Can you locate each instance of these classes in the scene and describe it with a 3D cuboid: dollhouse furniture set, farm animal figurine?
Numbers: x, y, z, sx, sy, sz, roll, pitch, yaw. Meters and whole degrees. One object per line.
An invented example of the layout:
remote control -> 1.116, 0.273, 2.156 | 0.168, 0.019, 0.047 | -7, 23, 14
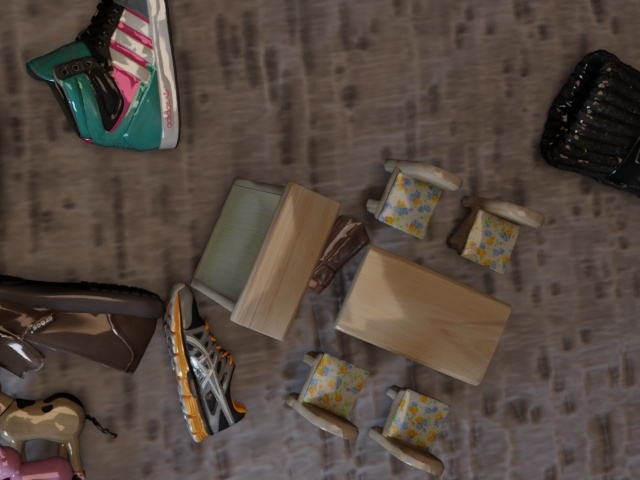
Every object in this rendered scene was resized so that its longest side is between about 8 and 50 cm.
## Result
dollhouse furniture set -> 0.069, 0.071, 1.542 | 0.394, 0.256, 0.362 | 23, 89, -18
farm animal figurine -> -0.466, 0.238, 1.510 | 0.327, 0.330, 0.172 | 1, 95, 19

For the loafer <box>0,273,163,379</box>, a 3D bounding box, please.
loafer -> -0.385, 0.112, 1.554 | 0.366, 0.134, 0.130 | 5, 91, -10

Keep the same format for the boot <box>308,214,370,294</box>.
boot -> 0.000, 0.000, 1.665 | 0.106, 0.037, 0.114 | 43, 87, -19

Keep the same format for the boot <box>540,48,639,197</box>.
boot -> 0.481, -0.213, 1.690 | 0.260, 0.131, 0.347 | 26, 88, -10

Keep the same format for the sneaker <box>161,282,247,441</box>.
sneaker -> -0.156, 0.155, 1.627 | 0.083, 0.084, 0.214 | -14, 104, -11

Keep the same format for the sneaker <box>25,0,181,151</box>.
sneaker -> -0.287, -0.253, 1.568 | 0.179, 0.124, 0.295 | -9, 95, -19
